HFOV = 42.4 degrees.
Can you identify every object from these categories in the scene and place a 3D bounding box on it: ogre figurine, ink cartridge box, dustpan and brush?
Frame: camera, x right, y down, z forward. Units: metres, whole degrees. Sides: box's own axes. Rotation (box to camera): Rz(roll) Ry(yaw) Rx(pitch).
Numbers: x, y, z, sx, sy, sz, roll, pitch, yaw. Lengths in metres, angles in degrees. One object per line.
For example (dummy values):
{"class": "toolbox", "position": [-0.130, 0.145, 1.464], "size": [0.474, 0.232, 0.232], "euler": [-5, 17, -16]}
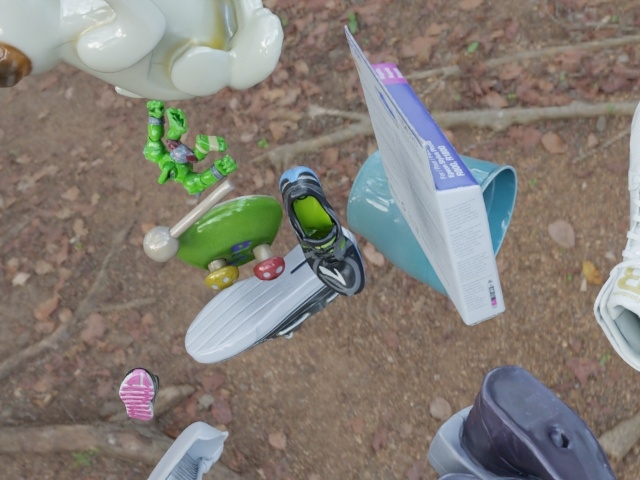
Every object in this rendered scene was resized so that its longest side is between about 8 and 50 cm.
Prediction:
{"class": "ogre figurine", "position": [-0.258, -0.164, 1.539], "size": [0.197, 0.118, 0.097], "euler": [29, 34, -14]}
{"class": "ink cartridge box", "position": [0.144, -0.101, 1.145], "size": [0.071, 0.330, 0.324], "euler": [-21, 43, -2]}
{"class": "dustpan and brush", "position": [-0.135, 0.238, 0.862], "size": [0.060, 0.211, 0.147], "euler": [36, 95, -6]}

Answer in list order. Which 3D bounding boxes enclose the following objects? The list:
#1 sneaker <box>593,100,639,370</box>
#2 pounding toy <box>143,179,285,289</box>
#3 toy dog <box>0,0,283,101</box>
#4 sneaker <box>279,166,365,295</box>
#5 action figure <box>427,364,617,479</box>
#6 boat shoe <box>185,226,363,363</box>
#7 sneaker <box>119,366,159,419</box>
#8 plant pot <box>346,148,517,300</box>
{"class": "sneaker", "position": [0.353, 0.000, 0.848], "size": [0.108, 0.293, 0.169], "euler": [9, 37, 43]}
{"class": "pounding toy", "position": [-0.137, 0.017, 1.250], "size": [0.183, 0.237, 0.110], "euler": [-29, 72, 15]}
{"class": "toy dog", "position": [-0.320, -0.343, 1.173], "size": [0.407, 0.395, 0.285], "euler": [-2, 80, -32]}
{"class": "sneaker", "position": [0.000, 0.000, 1.020], "size": [0.067, 0.188, 0.078], "euler": [-22, 28, 9]}
{"class": "action figure", "position": [0.037, 0.183, 0.438], "size": [0.185, 0.285, 0.099], "euler": [-28, 70, -33]}
{"class": "boat shoe", "position": [-0.064, 0.112, 1.379], "size": [0.335, 0.119, 0.121], "euler": [-33, 45, 2]}
{"class": "sneaker", "position": [-0.333, 0.267, 1.528], "size": [0.063, 0.170, 0.075], "euler": [4, 54, -4]}
{"class": "plant pot", "position": [0.200, -0.053, 1.582], "size": [0.255, 0.272, 0.272], "euler": [23, 66, 26]}
